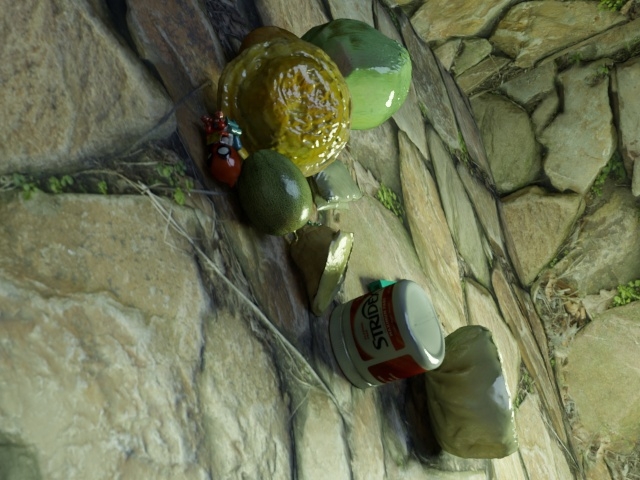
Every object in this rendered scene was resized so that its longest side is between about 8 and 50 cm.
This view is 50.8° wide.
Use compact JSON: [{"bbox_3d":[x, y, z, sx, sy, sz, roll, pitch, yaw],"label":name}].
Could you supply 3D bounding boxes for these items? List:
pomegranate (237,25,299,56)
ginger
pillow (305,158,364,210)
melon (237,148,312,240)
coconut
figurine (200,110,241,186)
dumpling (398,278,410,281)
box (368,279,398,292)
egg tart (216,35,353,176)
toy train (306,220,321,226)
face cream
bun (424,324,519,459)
[{"bbox_3d":[-0.093,-0.384,1.523,0.196,0.196,0.196,43,34,-39],"label":"pomegranate"},{"bbox_3d":[-0.014,0.059,1.428,0.115,0.122,0.193,27,78,-77],"label":"ginger"},{"bbox_3d":[0.022,-0.139,1.656,0.181,0.078,0.134,-10,75,-61],"label":"pillow"},{"bbox_3d":[-0.087,-0.086,1.328,0.192,0.139,0.139,63,26,-5],"label":"melon"},{"bbox_3d":[0.052,-0.413,1.689,0.328,0.328,0.281,-77,180,-51],"label":"coconut"},{"bbox_3d":[-0.187,-0.172,1.296,0.075,0.068,0.140,20,58,-61],"label":"figurine"},{"bbox_3d":[0.245,0.137,1.895,0.059,0.043,0.077,7,64,-36],"label":"dumpling"},{"bbox_3d":[0.202,0.216,1.741,0.161,0.042,0.226,10,60,-60],"label":"box"},{"bbox_3d":[-0.057,-0.272,1.388,0.319,0.319,0.128,56,-17,-21],"label":"egg tart"},{"bbox_3d":[0.000,0.000,1.538,0.148,0.038,0.071,23,49,-54],"label":"toy train"},{"bbox_3d":[0.149,0.206,1.478,0.201,0.187,0.201,43,34,-40],"label":"face cream"},{"bbox_3d":[0.374,0.390,1.724,0.360,0.211,0.360,-11,90,-79],"label":"bun"}]
